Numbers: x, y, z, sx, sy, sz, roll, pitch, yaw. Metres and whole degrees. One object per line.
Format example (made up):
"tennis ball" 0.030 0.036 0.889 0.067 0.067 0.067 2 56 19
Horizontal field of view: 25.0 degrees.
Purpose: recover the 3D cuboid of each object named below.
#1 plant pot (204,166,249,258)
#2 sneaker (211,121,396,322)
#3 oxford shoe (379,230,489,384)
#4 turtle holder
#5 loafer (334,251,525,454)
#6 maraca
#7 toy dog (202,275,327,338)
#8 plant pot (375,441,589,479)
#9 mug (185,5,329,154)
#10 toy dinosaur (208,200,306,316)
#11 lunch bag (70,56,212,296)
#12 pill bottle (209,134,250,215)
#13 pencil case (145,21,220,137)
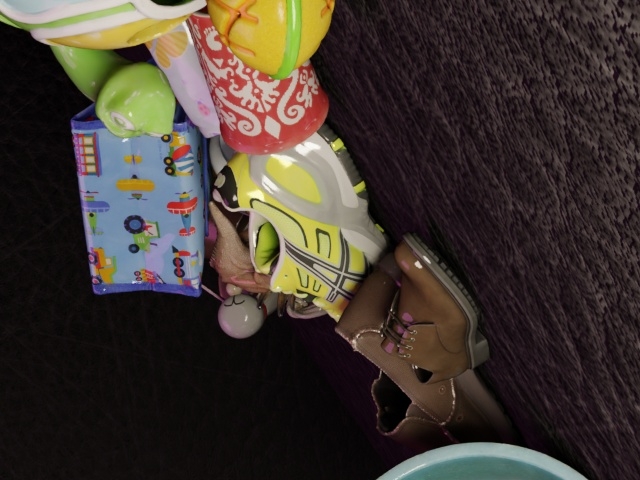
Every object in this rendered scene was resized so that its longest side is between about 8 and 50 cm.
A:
"plant pot" -0.163 -0.055 2.339 0.230 0.215 0.215 28 154 45
"sneaker" 0.000 0.016 1.640 0.145 0.147 0.385 44 167 55
"oxford shoe" 0.103 0.078 1.425 0.083 0.096 0.227 53 171 41
"turtle holder" -0.198 -0.253 1.222 0.227 0.320 0.243 29 -164 36
"loafer" 0.118 0.179 1.626 0.366 0.130 0.134 60 172 -26
"maraca" -0.042 -0.216 1.104 0.127 0.099 0.186 -166 67 -68
"toy dog" -0.114 0.054 2.419 0.333 0.220 0.161 -169 62 -76
"plant pot" 0.193 0.420 1.510 0.341 0.341 0.334 53 180 28
"mug" -0.077 -0.189 1.396 0.150 0.113 0.169 48 166 42
"toy dinosaur" -0.060 0.024 1.800 0.295 0.127 0.200 12 169 -44
"lunch bag" -0.187 -0.098 1.747 0.293 0.138 0.221 -73 -17 -61
"pill bottle" -0.075 -0.102 1.738 0.117 0.117 0.208 56 173 7
"pencil case" -0.136 -0.244 1.540 0.113 0.124 0.273 -10 118 51
